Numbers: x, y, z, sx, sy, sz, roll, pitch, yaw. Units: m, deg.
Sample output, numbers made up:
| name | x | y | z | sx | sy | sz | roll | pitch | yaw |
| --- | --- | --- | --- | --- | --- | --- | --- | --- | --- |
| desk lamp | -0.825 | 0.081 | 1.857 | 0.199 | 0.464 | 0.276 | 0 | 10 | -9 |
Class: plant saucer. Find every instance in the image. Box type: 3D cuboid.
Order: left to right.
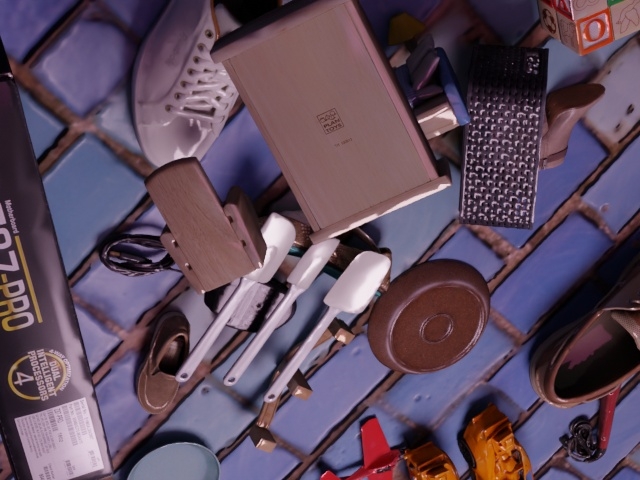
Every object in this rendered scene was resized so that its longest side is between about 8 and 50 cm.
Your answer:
| name | x | y | z | sx | sy | sz | roll | pitch | yaw |
| --- | --- | --- | --- | --- | --- | --- | --- | --- | --- |
| plant saucer | -0.182 | 0.289 | 1.486 | 0.119 | 0.021 | 0.119 | -11 | 123 | -17 |
| plant saucer | 0.141 | 0.103 | 1.507 | 0.169 | 0.029 | 0.168 | -11 | 122 | -18 |

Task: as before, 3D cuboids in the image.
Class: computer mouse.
| name | x | y | z | sx | sy | sz | roll | pitch | yaw |
| --- | --- | --- | --- | --- | --- | --- | --- | --- | --- |
| computer mouse | -0.134 | 0.042 | 1.355 | 0.242 | 0.041 | 0.071 | 24 | 109 | -25 |

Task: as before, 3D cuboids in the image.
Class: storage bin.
| name | x | y | z | sx | sy | sz | roll | pitch | yaw |
| --- | --- | --- | --- | --- | --- | --- | --- | --- | --- |
| storage bin | 0.200 | -0.114 | 1.329 | 0.084 | 0.122 | 0.180 | 6 | 121 | 8 |

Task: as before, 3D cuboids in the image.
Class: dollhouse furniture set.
| name | x | y | z | sx | sy | sz | roll | pitch | yaw |
| --- | --- | --- | --- | --- | --- | --- | --- | --- | --- |
| dollhouse furniture set | -0.024 | -0.144 | 1.181 | 0.286 | 0.303 | 0.198 | -24 | 110 | 13 |

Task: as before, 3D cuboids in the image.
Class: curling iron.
| name | x | y | z | sx | sy | sz | roll | pitch | yaw |
| --- | --- | --- | --- | --- | --- | --- | --- | --- | --- |
| curling iron | 0.389 | 0.197 | 1.662 | 0.068 | 0.035 | 0.274 | -2 | 120 | -21 |

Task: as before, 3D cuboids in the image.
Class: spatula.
| name | x | y | z | sx | sy | sz | roll | pitch | yaw |
| --- | --- | --- | --- | --- | --- | --- | --- | --- | --- |
| spatula | -0.046 | 0.088 | 1.357 | 0.168 | 0.019 | 0.242 | 19 | 117 | -33 |

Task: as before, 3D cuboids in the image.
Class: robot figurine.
| name | x | y | z | sx | sy | sz | roll | pitch | yaw |
| --- | --- | --- | --- | --- | --- | --- | --- | --- | --- |
| robot figurine | 0.210 | 0.369 | 1.656 | 0.211 | 0.085 | 0.291 | -27 | 126 | -13 |

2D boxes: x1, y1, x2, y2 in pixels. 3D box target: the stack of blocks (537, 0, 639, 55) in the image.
| name | x | y | z | sx | sy | sz | roll | pitch | yaw |
| --- | --- | --- | --- | --- | --- | --- | --- | --- | --- |
| stack of blocks | 0.374 | -0.342 | 1.301 | 0.297 | 0.087 | 0.171 | -25 | 126 | -8 |

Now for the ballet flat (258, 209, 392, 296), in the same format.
| name | x | y | z | sx | sy | sz | roll | pitch | yaw |
| --- | --- | --- | --- | --- | --- | --- | --- | --- | --- |
| ballet flat | 0.000 | 0.000 | 1.373 | 0.206 | 0.073 | 0.067 | 25 | 80 | -35 |

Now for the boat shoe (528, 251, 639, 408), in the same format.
| name | x | y | z | sx | sy | sz | roll | pitch | yaw |
| --- | --- | --- | --- | --- | --- | --- | --- | --- | --- |
| boat shoe | 0.408 | 0.103 | 1.540 | 0.123 | 0.116 | 0.324 | 45 | 97 | 1 |

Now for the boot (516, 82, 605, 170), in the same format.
| name | x | y | z | sx | sy | sz | roll | pitch | yaw |
| --- | --- | --- | --- | --- | --- | --- | --- | --- | --- |
| boot | 0.281 | -0.129 | 1.423 | 0.119 | 0.042 | 0.087 | -20 | 131 | -10 |

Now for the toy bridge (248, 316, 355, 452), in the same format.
| name | x | y | z | sx | sy | sz | roll | pitch | yaw |
| --- | --- | --- | --- | --- | --- | --- | --- | --- | --- |
| toy bridge | -0.031 | 0.167 | 1.450 | 0.026 | 0.063 | 0.188 | 27 | 105 | -33 |

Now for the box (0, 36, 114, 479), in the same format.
| name | x | y | z | sx | sy | sz | roll | pitch | yaw |
| --- | --- | --- | --- | --- | --- | --- | --- | --- | --- |
| box | -0.287 | -0.019 | 1.075 | 0.097 | 0.318 | 0.394 | -16 | 123 | -14 |

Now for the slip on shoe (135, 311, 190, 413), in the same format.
| name | x | y | z | sx | sy | sz | roll | pitch | yaw |
| --- | --- | --- | --- | --- | --- | --- | --- | --- | --- |
| slip on shoe | -0.177 | 0.148 | 1.391 | 0.051 | 0.041 | 0.135 | 9 | 115 | -27 |

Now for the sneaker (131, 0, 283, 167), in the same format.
| name | x | y | z | sx | sy | sz | roll | pitch | yaw |
| --- | --- | --- | --- | --- | --- | --- | --- | --- | --- |
| sneaker | -0.108 | -0.183 | 1.174 | 0.106 | 0.123 | 0.290 | 6 | 118 | -28 |

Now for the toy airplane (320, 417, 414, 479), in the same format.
| name | x | y | z | sx | sy | sz | roll | pitch | yaw |
| --- | --- | --- | --- | --- | --- | --- | --- | --- | --- |
| toy airplane | 0.055 | 0.302 | 1.589 | 0.151 | 0.028 | 0.151 | -11 | 124 | -17 |
